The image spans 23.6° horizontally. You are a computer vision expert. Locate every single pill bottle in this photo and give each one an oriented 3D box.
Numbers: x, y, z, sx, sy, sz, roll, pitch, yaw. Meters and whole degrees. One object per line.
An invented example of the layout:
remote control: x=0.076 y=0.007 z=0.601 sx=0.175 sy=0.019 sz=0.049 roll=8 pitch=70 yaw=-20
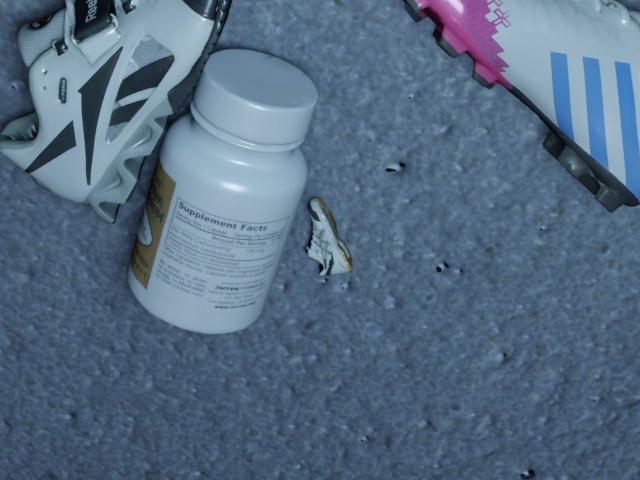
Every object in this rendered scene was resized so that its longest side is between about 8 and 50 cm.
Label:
pill bottle: x=-0.083 y=-0.044 z=1.337 sx=0.131 sy=0.131 sz=0.229 roll=16 pitch=121 yaw=-6

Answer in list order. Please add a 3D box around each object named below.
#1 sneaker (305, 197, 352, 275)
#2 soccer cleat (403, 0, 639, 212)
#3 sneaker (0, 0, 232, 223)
sneaker: x=0.000 y=0.000 z=1.418 sx=0.037 sy=0.032 sz=0.083 roll=-16 pitch=119 yaw=13
soccer cleat: x=0.192 y=-0.169 z=1.268 sx=0.331 sy=0.116 sz=0.143 roll=41 pitch=98 yaw=-21
sneaker: x=-0.171 y=-0.165 z=1.271 sx=0.146 sy=0.122 sz=0.331 roll=26 pitch=120 yaw=-14
